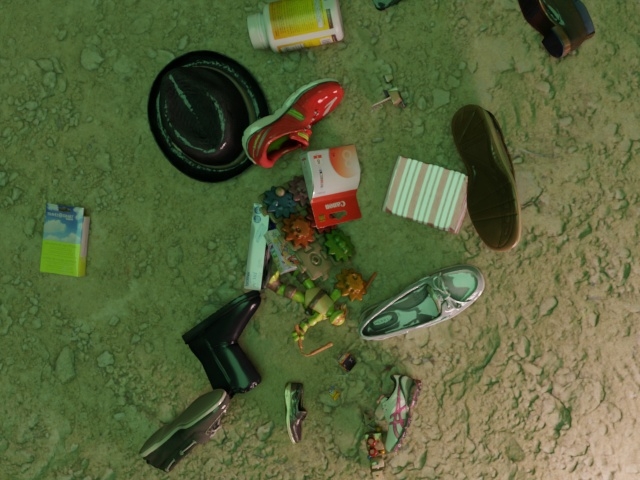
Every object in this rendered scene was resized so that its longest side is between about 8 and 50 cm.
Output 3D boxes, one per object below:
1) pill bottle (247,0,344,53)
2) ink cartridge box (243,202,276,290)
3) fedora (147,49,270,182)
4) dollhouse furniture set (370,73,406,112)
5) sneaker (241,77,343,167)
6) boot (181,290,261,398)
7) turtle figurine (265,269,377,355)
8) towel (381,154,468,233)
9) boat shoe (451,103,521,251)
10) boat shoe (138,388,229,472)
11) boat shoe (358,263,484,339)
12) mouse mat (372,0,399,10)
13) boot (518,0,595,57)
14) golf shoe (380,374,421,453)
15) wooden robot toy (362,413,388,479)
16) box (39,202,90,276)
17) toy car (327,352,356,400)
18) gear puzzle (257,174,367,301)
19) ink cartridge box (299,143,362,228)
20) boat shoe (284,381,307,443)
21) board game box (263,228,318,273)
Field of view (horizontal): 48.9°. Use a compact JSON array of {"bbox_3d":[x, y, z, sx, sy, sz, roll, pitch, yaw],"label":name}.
[{"bbox_3d":[-0.059,-0.511,1.658,0.215,0.117,0.117,-9,92,8],"label":"pill bottle"},{"bbox_3d":[-0.143,0.013,1.709,0.046,0.097,0.207,7,94,8],"label":"ink cartridge box"},{"bbox_3d":[-0.285,-0.304,1.684,0.334,0.152,0.333,0,93,7],"label":"fedora"},{"bbox_3d":[0.141,-0.339,1.644,0.081,0.114,0.090,-23,92,13],"label":"dollhouse furniture set"},{"bbox_3d":[-0.048,-0.265,1.647,0.279,0.107,0.118,-38,53,-1],"label":"sneaker"},{"bbox_3d":[-0.199,0.261,1.730,0.247,0.094,0.207,-36,84,15],"label":"boot"},{"bbox_3d":[-0.008,0.130,1.704,0.217,0.087,0.269,40,75,8],"label":"turtle figurine"},{"bbox_3d":[0.256,-0.111,1.684,0.197,0.029,0.144,18,95,9],"label":"towel"},{"bbox_3d":[0.400,-0.144,1.610,0.123,0.123,0.341,-23,77,39],"label":"boat shoe"},{"bbox_3d":[-0.314,0.471,1.731,0.095,0.112,0.335,45,120,-13],"label":"boat shoe"},{"bbox_3d":[0.237,0.153,1.660,0.321,0.103,0.118,-23,90,9],"label":"boat shoe"},{"bbox_3d":[0.163,-0.658,1.652,0.153,0.007,0.189,-24,94,22],"label":"mouse mat"},{"bbox_3d":[0.535,-0.530,1.610,0.106,0.082,0.219,-25,85,-13],"label":"boot"},{"bbox_3d":[0.182,0.416,1.697,0.086,0.067,0.186,15,78,13],"label":"golf shoe"},{"bbox_3d":[0.150,0.498,1.712,0.079,0.076,0.173,-9,92,-3],"label":"wooden robot toy"},{"bbox_3d":[-0.656,-0.002,1.807,0.109,0.042,0.178,7,94,7],"label":"box"},{"bbox_3d":[0.041,0.327,1.724,0.041,0.060,0.122,31,90,37],"label":"toy car"},{"bbox_3d":[0.000,0.000,1.651,0.338,0.175,0.044,56,140,6],"label":"gear puzzle"},{"bbox_3d":[0.035,-0.130,1.660,0.146,0.045,0.179,-14,89,-36],"label":"ink cartridge box"},{"bbox_3d":[-0.058,0.427,1.741,0.049,0.056,0.152,-6,92,13],"label":"boat shoe"},{"bbox_3d":[-0.049,0.011,1.674,0.154,0.026,0.103,-17,78,-35],"label":"board game box"}]
